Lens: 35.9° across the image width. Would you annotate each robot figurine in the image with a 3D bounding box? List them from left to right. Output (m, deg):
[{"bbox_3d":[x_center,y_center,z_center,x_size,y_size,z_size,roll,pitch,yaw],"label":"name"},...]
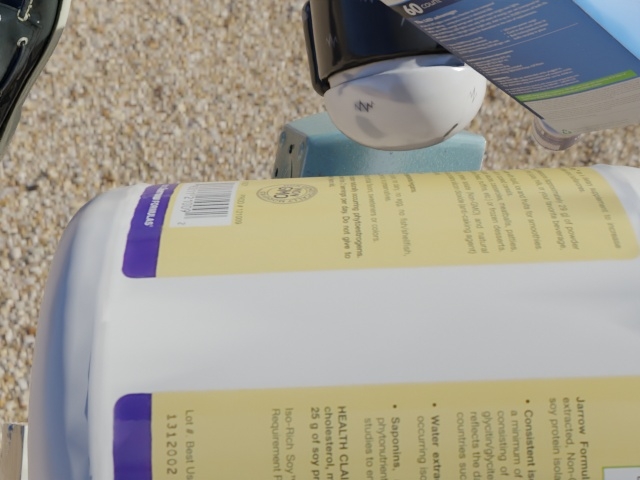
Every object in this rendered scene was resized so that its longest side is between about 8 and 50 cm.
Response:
[{"bbox_3d":[0.077,-0.229,0.995,0.173,0.209,0.278,-7,89,-7],"label":"robot figurine"}]

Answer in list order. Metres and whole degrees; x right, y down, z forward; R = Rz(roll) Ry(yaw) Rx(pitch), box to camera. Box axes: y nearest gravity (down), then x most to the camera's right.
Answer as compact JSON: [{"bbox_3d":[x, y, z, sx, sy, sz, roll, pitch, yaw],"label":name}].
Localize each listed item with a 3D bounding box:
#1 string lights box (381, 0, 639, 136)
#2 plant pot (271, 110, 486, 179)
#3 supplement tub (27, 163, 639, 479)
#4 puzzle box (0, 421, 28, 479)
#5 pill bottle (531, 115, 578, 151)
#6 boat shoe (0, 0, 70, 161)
[{"bbox_3d":[0.163,-0.176,0.741,0.259,0.133,0.077,29,69,-33],"label":"string lights box"},{"bbox_3d":[0.059,-0.075,1.485,0.252,0.248,0.247,9,12,-19],"label":"plant pot"},{"bbox_3d":[0.057,0.087,0.464,0.331,0.241,0.241,-2,46,0],"label":"supplement tub"},{"bbox_3d":[-0.178,0.339,1.140,0.409,0.052,0.272,9,82,-43],"label":"puzzle box"},{"bbox_3d":[0.440,-0.217,1.825,0.094,0.169,0.094,-1,82,7],"label":"pill bottle"},{"bbox_3d":[-0.357,-0.207,1.007,0.127,0.340,0.113,39,28,13],"label":"boat shoe"}]
